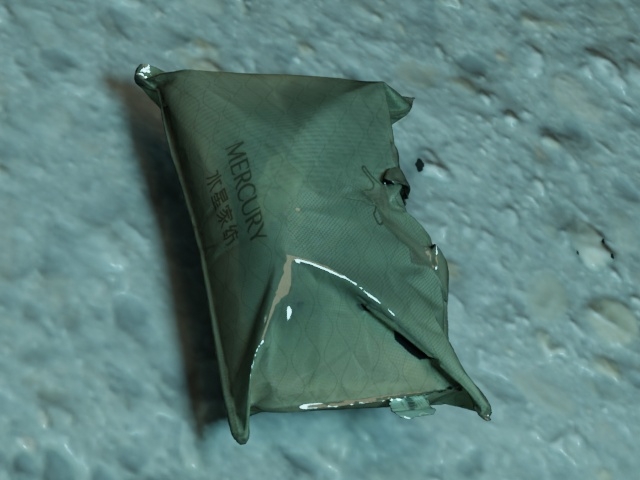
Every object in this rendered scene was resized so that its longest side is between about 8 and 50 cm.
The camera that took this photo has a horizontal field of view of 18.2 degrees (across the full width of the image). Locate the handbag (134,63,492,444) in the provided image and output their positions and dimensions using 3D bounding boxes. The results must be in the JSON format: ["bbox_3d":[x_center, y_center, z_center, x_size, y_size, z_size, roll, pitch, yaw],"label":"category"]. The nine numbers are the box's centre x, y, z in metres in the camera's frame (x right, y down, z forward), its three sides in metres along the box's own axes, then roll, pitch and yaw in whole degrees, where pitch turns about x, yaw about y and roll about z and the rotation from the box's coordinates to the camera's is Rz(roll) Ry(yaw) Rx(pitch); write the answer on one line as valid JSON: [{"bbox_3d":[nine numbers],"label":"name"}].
[{"bbox_3d":[0.000,0.000,1.191,0.182,0.117,0.270,-3,54,-19],"label":"handbag"}]
